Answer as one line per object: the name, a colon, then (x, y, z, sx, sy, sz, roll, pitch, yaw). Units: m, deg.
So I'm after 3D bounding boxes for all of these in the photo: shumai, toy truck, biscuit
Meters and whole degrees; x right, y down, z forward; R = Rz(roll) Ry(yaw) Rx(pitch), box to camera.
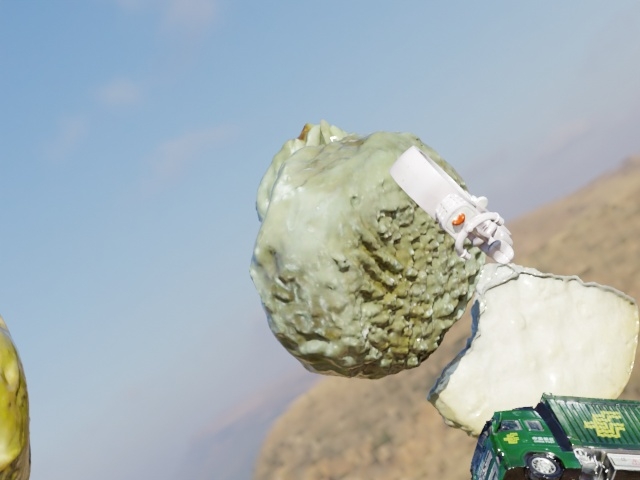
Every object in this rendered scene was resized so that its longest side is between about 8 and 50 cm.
shumai: (0.000, 0.000, 1.556, 0.222, 0.225, 0.261, 16, 13, 32)
toy truck: (0.257, 0.201, 1.536, 0.259, 0.088, 0.121, 5, 29, -16)
biscuit: (0.211, 0.104, 1.715, 0.265, 0.188, 0.040, -25, -1, -30)

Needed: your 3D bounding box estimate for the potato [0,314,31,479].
potato: (-0.249, 0.129, 0.987, 0.196, 0.246, 0.299, -29, -39, -15)

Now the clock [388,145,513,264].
clock: (0.103, -0.019, 1.279, 0.041, 0.087, 0.129, -47, -41, 7)
